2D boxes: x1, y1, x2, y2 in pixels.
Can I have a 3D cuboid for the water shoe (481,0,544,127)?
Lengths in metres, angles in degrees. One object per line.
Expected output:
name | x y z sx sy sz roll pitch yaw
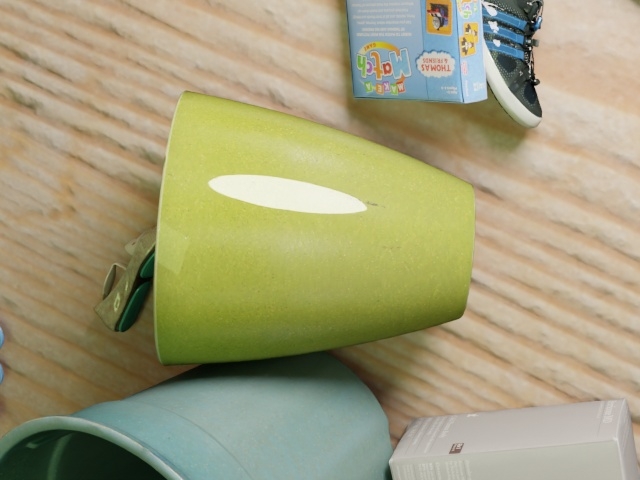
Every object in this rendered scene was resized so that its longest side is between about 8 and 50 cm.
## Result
water shoe | 0.185 -0.209 1.242 0.080 0.073 0.203 -24 96 19

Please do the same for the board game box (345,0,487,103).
board game box | 0.087 -0.242 1.240 0.160 0.039 0.212 10 109 49

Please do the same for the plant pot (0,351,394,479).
plant pot | -0.108 0.271 1.286 0.341 0.334 0.341 11 112 30

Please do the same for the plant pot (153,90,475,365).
plant pot | 0.000 0.000 1.269 0.293 0.275 0.275 5 106 1

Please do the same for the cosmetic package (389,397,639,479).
cosmetic package | 0.205 0.237 1.321 0.237 0.127 0.107 -12 99 18

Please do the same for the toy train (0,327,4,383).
toy train | -0.440 0.157 1.525 0.105 0.080 0.184 15 110 22

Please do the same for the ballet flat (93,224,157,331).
ballet flat | -0.208 0.030 1.432 0.052 0.057 0.168 39 111 15
